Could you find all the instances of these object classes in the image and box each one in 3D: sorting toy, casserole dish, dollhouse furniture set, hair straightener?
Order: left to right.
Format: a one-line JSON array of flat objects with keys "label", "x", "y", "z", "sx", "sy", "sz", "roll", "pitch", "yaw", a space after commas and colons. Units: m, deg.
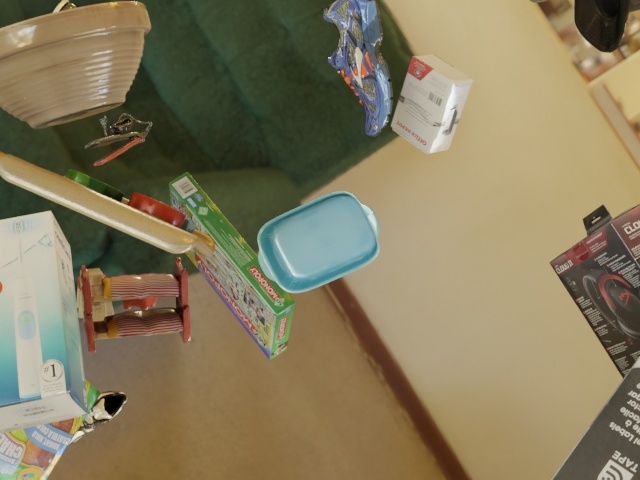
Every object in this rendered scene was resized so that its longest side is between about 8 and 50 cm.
[{"label": "sorting toy", "x": -0.262, "y": -0.059, "z": 1.018, "sx": 0.307, "sy": 0.041, "sz": 0.229, "roll": 24, "pitch": -1, "yaw": 0}, {"label": "hair straightener", "x": -0.438, "y": -0.236, "z": 2.034, "sx": 0.089, "sy": 0.047, "sz": 0.230, "roll": 63, "pitch": 31, "yaw": -11}, {"label": "dollhouse furniture set", "x": -0.398, "y": 0.101, "z": 1.934, "sx": 0.374, "sy": 0.201, "sz": 0.152, "roll": -149, "pitch": -124, "yaw": -69}, {"label": "casserole dish", "x": 0.000, "y": 0.000, "z": 1.307, "sx": 0.114, "sy": 0.188, "sz": 0.037, "roll": 63, "pitch": 22, "yaw": -6}]

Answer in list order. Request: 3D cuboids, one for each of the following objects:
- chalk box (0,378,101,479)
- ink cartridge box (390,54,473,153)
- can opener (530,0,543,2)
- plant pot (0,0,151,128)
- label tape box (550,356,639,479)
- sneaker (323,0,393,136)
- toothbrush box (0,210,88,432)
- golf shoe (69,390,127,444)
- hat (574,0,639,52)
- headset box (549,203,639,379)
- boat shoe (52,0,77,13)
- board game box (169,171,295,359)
[{"label": "chalk box", "x": -0.546, "y": 0.315, "z": 1.561, "sx": 0.289, "sy": 0.179, "sz": 0.180, "roll": -63, "pitch": 143, "yaw": -26}, {"label": "ink cartridge box", "x": 0.185, "y": -0.228, "z": 1.563, "sx": 0.056, "sy": 0.135, "sz": 0.099, "roll": -15, "pitch": 44, "yaw": -39}, {"label": "can opener", "x": 0.428, "y": -0.531, "z": 1.796, "sx": 0.283, "sy": 0.095, "sz": 0.076, "roll": 6, "pitch": 78, "yaw": -70}, {"label": "plant pot", "x": -0.312, "y": -0.205, "z": 1.146, "sx": 0.237, "sy": 0.237, "sz": 0.109, "roll": -38, "pitch": 112, "yaw": -69}, {"label": "label tape box", "x": 0.284, "y": 0.297, "z": 0.755, "sx": 0.249, "sy": 0.347, "sz": 0.115, "roll": 33, "pitch": -9, "yaw": 39}, {"label": "sneaker", "x": 0.056, "y": -0.264, "z": 1.411, "sx": 0.083, "sy": 0.087, "sz": 0.221, "roll": -95, "pitch": 174, "yaw": -75}, {"label": "toothbrush box", "x": -0.477, "y": 0.126, "z": 1.386, "sx": 0.126, "sy": 0.216, "sz": 0.295, "roll": 91, "pitch": -12, "yaw": -63}, {"label": "golf shoe", "x": -0.491, "y": 0.365, "z": 1.944, "sx": 0.198, "sy": 0.094, "sz": 0.077, "roll": -32, "pitch": 93, "yaw": -40}, {"label": "hat", "x": 0.623, "y": -0.553, "z": 1.900, "sx": 0.331, "sy": 0.134, "sz": 0.331, "roll": 172, "pitch": -90, "yaw": -83}, {"label": "headset box", "x": 0.514, "y": 0.079, "z": 1.507, "sx": 0.293, "sy": 0.110, "sz": 0.218, "roll": 59, "pitch": -20, "yaw": 11}, {"label": "boat shoe", "x": -0.485, "y": -0.338, "z": 1.701, "sx": 0.069, "sy": 0.081, "sz": 0.227, "roll": 22, "pitch": 65, "yaw": -9}, {"label": "board game box", "x": -0.165, "y": 0.050, "z": 1.702, "sx": 0.317, "sy": 0.046, "sz": 0.213, "roll": 49, "pitch": -23, "yaw": 19}]
